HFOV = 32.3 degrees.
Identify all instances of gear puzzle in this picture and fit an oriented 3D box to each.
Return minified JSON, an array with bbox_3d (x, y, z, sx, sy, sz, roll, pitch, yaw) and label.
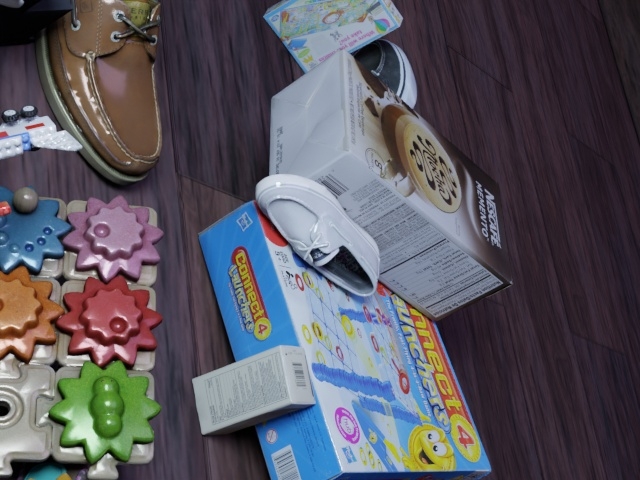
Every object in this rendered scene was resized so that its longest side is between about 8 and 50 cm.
[{"bbox_3d":[-0.210,0.099,0.860,0.175,0.044,0.339,6,58,-16],"label":"gear puzzle"}]

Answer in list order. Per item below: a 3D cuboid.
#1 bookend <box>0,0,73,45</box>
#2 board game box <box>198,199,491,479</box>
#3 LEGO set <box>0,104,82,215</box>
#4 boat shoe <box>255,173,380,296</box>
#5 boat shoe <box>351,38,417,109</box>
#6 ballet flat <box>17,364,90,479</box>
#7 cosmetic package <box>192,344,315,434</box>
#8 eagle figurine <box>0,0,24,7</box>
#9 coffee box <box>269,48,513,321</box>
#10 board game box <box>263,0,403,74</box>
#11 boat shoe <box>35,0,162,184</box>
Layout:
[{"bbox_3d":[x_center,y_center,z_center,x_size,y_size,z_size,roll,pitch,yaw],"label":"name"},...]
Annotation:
[{"bbox_3d":[-0.272,-0.233,0.969,0.156,0.157,0.072,-23,90,-59],"label":"bookend"},{"bbox_3d":[0.032,0.130,1.221,0.302,0.086,0.308,14,50,-53],"label":"board game box"},{"bbox_3d":[-0.290,-0.047,0.751,0.182,0.244,0.060,31,9,-46],"label":"LEGO set"},{"bbox_3d":[0.000,0.000,1.150,0.184,0.066,0.063,46,27,-41],"label":"boat shoe"},{"bbox_3d":[0.041,-0.173,1.445,0.119,0.121,0.335,51,36,-32],"label":"boat shoe"},{"bbox_3d":[-0.201,0.186,0.892,0.079,0.077,0.221,64,30,-47],"label":"ballet flat"},{"bbox_3d":[-0.066,0.146,1.072,0.041,0.115,0.060,14,60,-54],"label":"cosmetic package"},{"bbox_3d":[-0.376,-0.231,0.785,0.225,0.226,0.298,-22,93,-39],"label":"eagle figurine"},{"bbox_3d":[0.083,-0.056,1.268,0.297,0.119,0.168,35,37,-36],"label":"coffee box"},{"bbox_3d":[0.016,-0.294,1.455,0.103,0.154,0.026,52,33,-23],"label":"board game box"},{"bbox_3d":[-0.215,-0.211,1.092,0.111,0.104,0.307,-11,79,-59],"label":"boat shoe"}]
